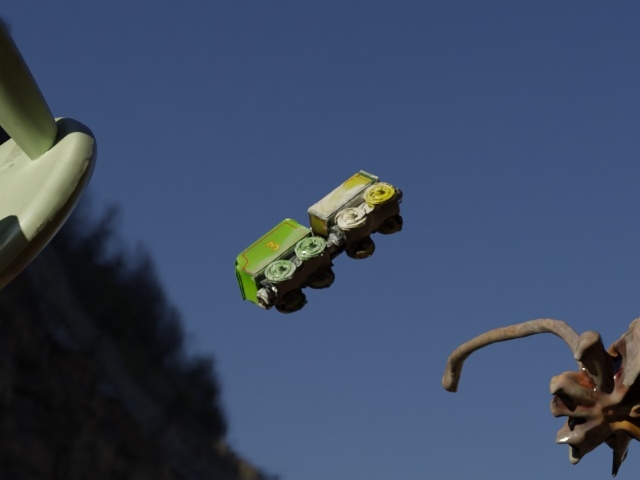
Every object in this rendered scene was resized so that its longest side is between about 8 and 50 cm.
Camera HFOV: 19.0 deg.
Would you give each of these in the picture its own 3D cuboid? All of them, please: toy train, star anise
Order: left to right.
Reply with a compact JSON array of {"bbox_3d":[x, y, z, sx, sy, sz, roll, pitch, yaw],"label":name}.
[{"bbox_3d":[0.000,0.000,1.931,0.081,0.202,0.060,26,-38,39],"label":"toy train"},{"bbox_3d":[0.187,0.087,1.351,0.148,0.227,0.218,25,-69,-25],"label":"star anise"}]

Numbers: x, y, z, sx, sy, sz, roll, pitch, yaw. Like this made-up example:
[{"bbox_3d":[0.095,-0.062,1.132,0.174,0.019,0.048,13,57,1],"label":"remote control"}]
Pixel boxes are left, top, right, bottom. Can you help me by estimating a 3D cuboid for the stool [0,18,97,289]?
[{"bbox_3d":[-0.286,-0.069,1.334,0.195,0.195,0.198,-16,-55,43],"label":"stool"}]
